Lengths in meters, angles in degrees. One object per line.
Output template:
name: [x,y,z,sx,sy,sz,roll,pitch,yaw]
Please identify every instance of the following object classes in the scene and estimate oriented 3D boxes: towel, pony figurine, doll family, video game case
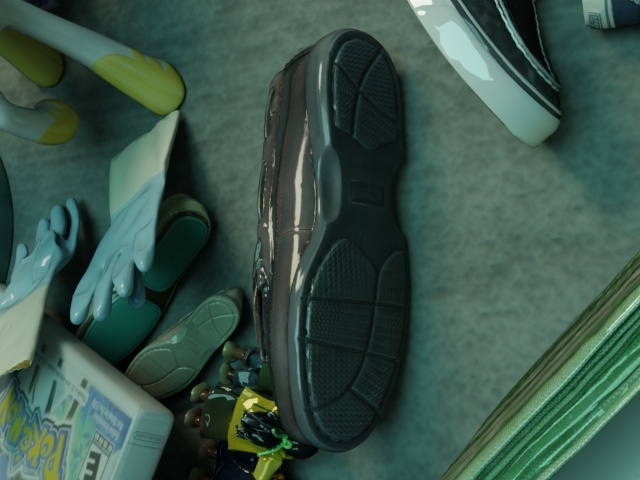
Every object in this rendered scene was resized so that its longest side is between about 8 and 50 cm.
towel: [0.153,0.047,0.536,0.038,0.325,0.248,44,104,11]
pony figurine: [-0.314,-0.225,0.808,0.303,0.363,0.351,-45,64,16]
doll family: [-0.049,0.166,0.772,0.111,0.076,0.193,15,95,25]
video game case: [-0.250,0.213,0.817,0.329,0.036,0.300,22,91,52]

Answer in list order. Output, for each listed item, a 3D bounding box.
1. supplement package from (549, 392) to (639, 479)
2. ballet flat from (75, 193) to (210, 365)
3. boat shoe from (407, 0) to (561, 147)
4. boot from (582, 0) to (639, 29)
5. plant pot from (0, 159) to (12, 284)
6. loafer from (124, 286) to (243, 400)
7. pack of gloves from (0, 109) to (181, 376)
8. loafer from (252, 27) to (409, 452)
supplement package: [0.246,0.216,0.538,0.293,0.177,0.175,45,104,26]
ballet flat: [-0.147,0.034,0.864,0.168,0.057,0.052,-50,36,9]
boat shoe: [0.107,-0.206,0.730,0.102,0.108,0.301,-33,61,22]
boot: [0.221,-0.234,0.695,0.086,0.069,0.190,2,91,22]
plant pot: [-0.466,-0.012,0.932,0.293,0.235,0.293,-5,80,29]
loafer: [-0.105,0.082,0.837,0.125,0.039,0.045,-41,98,22]
pack of gloves: [-0.181,0.020,0.835,0.195,0.046,0.232,-34,29,22]
loafer: [0.000,0.000,0.765,0.095,0.109,0.302,-11,70,47]
